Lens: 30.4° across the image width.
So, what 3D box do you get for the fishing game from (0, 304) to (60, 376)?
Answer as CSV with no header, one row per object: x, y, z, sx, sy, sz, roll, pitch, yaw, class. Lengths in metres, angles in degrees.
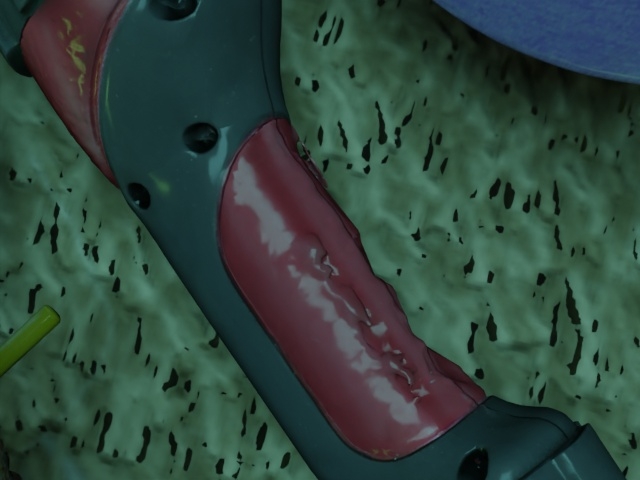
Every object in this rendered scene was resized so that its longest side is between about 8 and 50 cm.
-0.202,-0.020,0.408,0.264,0.041,0.189,41,85,20,fishing game

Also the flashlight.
0.000,0.000,0.382,0.103,0.103,0.304,-35,81,-8,flashlight

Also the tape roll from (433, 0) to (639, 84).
0.124,-0.185,0.347,0.275,0.090,0.275,6,102,29,tape roll

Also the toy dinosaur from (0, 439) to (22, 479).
-0.109,0.108,0.304,0.200,0.127,0.296,-19,121,-30,toy dinosaur
